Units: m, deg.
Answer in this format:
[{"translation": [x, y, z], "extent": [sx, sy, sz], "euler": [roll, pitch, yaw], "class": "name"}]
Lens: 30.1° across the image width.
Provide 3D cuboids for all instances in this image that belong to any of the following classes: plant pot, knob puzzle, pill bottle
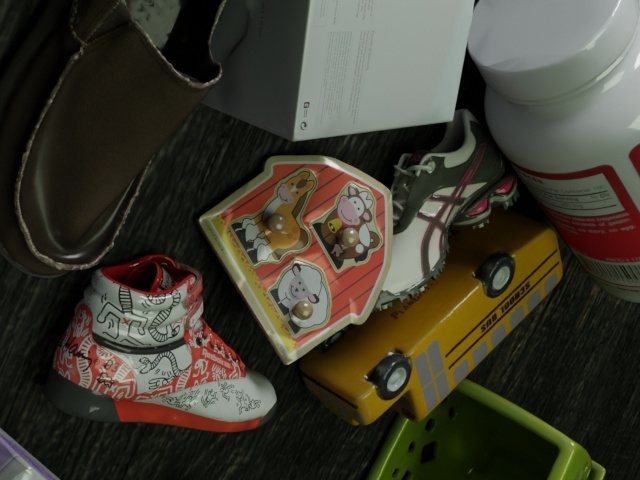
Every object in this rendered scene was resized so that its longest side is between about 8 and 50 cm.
[{"translation": [0.210, 0.315, 1.481], "extent": [0.207, 0.227, 0.228], "euler": [31, 87, -55], "class": "plant pot"}, {"translation": [0.000, 0.000, 1.173], "extent": [0.213, 0.030, 0.213], "euler": [2, 86, -26], "class": "knob puzzle"}, {"translation": [0.326, -0.123, 1.325], "extent": [0.229, 0.229, 0.408], "euler": [-53, 132, -11], "class": "pill bottle"}]

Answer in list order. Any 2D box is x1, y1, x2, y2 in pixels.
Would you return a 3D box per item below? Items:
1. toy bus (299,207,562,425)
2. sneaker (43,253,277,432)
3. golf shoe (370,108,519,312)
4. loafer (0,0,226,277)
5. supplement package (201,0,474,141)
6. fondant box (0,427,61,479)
[{"translation": [0.132, 0.090, 1.365], "extent": [0.332, 0.108, 0.130], "euler": [-41, 136, -24], "class": "toy bus"}, {"translation": [-0.121, 0.097, 1.122], "extent": [0.270, 0.090, 0.145], "euler": [11, 105, -45], "class": "sneaker"}, {"translation": [0.098, -0.030, 1.291], "extent": [0.273, 0.105, 0.120], "euler": [-43, 120, -29], "class": "golf shoe"}, {"translation": [-0.157, -0.133, 0.934], "extent": [0.133, 0.130, 0.366], "euler": [12, 101, -48], "class": "loafer"}, {"translation": [0.014, -0.208, 1.055], "extent": [0.203, 0.149, 0.194], "euler": [-11, 118, -42], "class": "supplement package"}, {"translation": [-0.236, 0.239, 0.968], "extent": [0.096, 0.238, 0.330], "euler": [-49, 137, -15], "class": "fondant box"}]
